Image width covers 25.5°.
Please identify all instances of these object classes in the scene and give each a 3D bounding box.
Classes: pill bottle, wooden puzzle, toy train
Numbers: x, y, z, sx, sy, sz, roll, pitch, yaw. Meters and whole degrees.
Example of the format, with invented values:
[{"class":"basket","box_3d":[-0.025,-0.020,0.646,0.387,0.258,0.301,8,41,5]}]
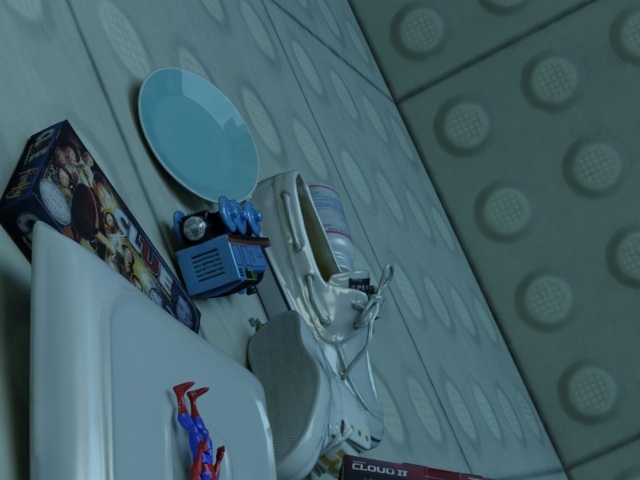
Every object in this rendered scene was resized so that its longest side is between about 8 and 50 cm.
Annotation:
[{"class":"pill bottle","box_3d":[0.000,0.000,1.990,0.087,0.087,0.160,50,19,-45]},{"class":"wooden puzzle","box_3d":[-0.061,0.124,1.689,0.083,0.006,0.049,56,15,-28]},{"class":"toy train","box_3d":[-0.108,0.011,1.589,0.184,0.080,0.105,8,65,-77]}]

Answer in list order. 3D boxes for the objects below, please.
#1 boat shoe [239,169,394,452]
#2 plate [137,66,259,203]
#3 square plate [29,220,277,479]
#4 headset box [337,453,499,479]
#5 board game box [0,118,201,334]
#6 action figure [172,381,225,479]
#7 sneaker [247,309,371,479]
[{"class":"boat shoe","box_3d":[0.025,0.076,1.780,0.367,0.156,0.136,65,13,9]},{"class":"plate","box_3d":[-0.149,-0.121,1.692,0.188,0.024,0.188,32,41,-32]},{"class":"square plate","box_3d":[-0.115,0.194,1.148,0.344,0.049,0.347,44,32,-50]},{"class":"headset box","box_3d":[0.114,0.340,1.417,0.293,0.218,0.110,-85,-174,-61]},{"class":"board game box","box_3d":[-0.194,0.025,1.291,0.243,0.042,0.165,57,14,-24]},{"class":"action figure","box_3d":[-0.092,0.169,1.119,0.038,0.030,0.115,41,35,-62]},{"class":"sneaker","box_3d":[-0.001,0.207,1.538,0.169,0.108,0.292,55,14,-21]}]
